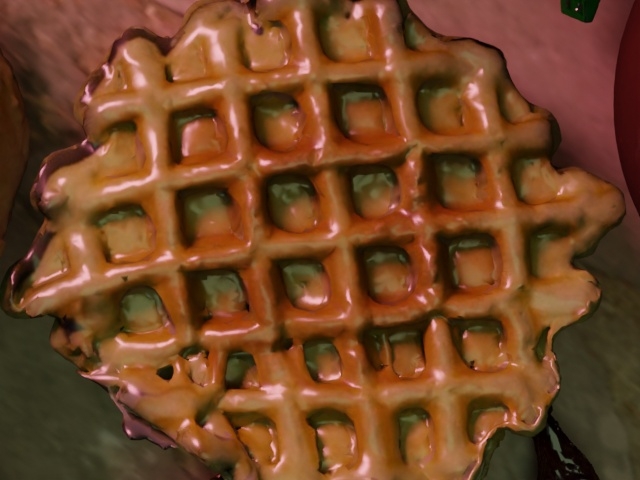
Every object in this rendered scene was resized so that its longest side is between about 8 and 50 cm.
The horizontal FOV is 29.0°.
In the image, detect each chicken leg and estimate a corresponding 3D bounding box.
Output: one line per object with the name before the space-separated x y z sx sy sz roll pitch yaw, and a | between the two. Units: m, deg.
chicken leg | 0.149 0.192 0.806 0.093 0.053 0.205 13 97 6

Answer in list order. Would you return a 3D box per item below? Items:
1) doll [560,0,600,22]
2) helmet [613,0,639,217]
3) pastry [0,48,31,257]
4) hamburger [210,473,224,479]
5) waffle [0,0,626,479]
doll | 0.181 -0.231 0.680 0.186 0.106 0.134 -38 110 3
helmet | 0.309 -0.089 0.664 0.385 0.230 0.337 -41 104 -4
pastry | -0.293 -0.037 0.601 0.329 0.136 0.329 -5 97 -48
hamburger | 0.002 0.208 0.766 0.183 0.130 0.206 -8 122 -3
waffle | 0.000 0.000 0.693 0.317 0.073 0.297 36 81 0
